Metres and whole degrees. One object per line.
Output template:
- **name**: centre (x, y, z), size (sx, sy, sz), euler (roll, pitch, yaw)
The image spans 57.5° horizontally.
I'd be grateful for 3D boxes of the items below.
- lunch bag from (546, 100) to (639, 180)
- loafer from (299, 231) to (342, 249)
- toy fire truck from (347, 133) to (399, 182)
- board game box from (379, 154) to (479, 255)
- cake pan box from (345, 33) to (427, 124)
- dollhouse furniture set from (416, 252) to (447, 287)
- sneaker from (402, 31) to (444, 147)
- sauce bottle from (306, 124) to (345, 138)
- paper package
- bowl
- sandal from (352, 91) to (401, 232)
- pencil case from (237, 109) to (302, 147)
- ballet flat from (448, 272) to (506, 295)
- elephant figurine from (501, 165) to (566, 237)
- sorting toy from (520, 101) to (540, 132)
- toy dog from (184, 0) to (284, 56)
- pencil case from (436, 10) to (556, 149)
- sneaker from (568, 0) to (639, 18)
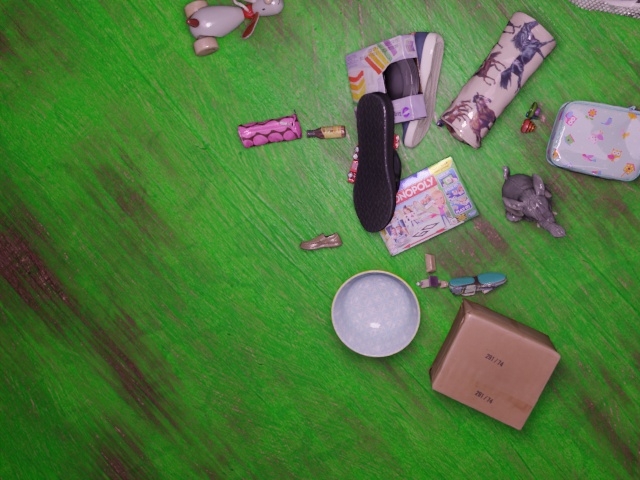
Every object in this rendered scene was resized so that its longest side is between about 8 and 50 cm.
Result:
- **lunch bag**: centre (0.846, -0.306, 1.764), size (0.278, 0.108, 0.224), euler (13, 99, 6)
- **loafer**: centre (0.000, 0.000, 1.983), size (0.147, 0.056, 0.050), euler (-7, 99, 0)
- **toy fire truck**: centre (0.173, -0.266, 1.908), size (0.135, 0.047, 0.192), euler (16, 103, 4)
- **board game box**: centre (0.328, -0.111, 1.913), size (0.317, 0.046, 0.214), euler (-27, 96, 13)
- **cake pan box**: centre (0.199, -0.473, 1.778), size (0.266, 0.070, 0.246), euler (3, 108, 52)
- **dollhouse furniture set**: centre (0.366, 0.105, 1.967), size (0.081, 0.090, 0.115), euler (-18, 71, 51)
- **sneaker**: centre (0.279, -0.472, 1.827), size (0.148, 0.131, 0.351), euler (18, 110, 27)
- **sauce bottle**: centre (0.018, -0.354, 1.918), size (0.128, 0.042, 0.042), euler (-4, 100, 8)
- **paper package**: centre (0.558, 0.400, 1.911), size (0.324, 0.168, 0.310), euler (23, 105, 3)
- **bowl**: centre (0.188, 0.223, 1.940), size (0.289, 0.156, 0.290), euler (2, 101, 9)
- **sandal**: centre (0.193, -0.233, 1.808), size (0.167, 0.106, 0.446), euler (26, 125, 44)
- **pencil case**: centre (-0.168, -0.361, 1.918), size (0.209, 0.098, 0.095), euler (-11, 99, 11)
- **ballet flat**: centre (0.519, 0.148, 1.930), size (0.188, 0.070, 0.070), euler (-6, 99, 12)
- **elephant figurine**: centre (0.639, -0.120, 1.762), size (0.185, 0.239, 0.170), euler (12, 102, 7)
- **sorting toy**: centre (0.658, -0.377, 1.805), size (0.042, 0.061, 0.102), euler (21, 126, 4)
- **toy dog**: centre (-0.296, -0.717, 1.839), size (0.333, 0.161, 0.220), euler (-37, 93, 13)
- **pencil case**: centre (0.529, -0.476, 1.749), size (0.159, 0.183, 0.411), euler (34, 101, -4)
- **sneaker**: centre (0.856, -0.746, 1.691), size (0.293, 0.102, 0.146), euler (14, 98, 1)
